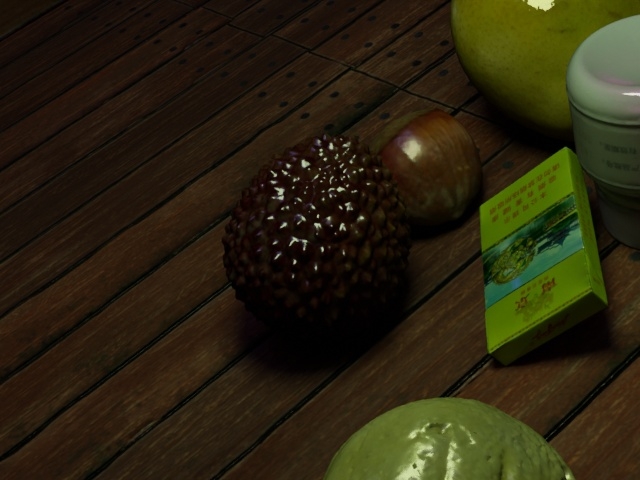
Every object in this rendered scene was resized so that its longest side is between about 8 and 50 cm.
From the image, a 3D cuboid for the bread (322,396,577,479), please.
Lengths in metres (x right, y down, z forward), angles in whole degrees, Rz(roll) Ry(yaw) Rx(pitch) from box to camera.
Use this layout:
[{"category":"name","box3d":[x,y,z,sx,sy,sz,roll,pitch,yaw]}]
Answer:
[{"category":"bread","box3d":[0.145,0.333,1.130,0.237,0.320,0.320,-27,23,50]}]

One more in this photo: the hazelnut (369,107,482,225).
[{"category":"hazelnut","box3d":[0.175,-0.119,1.766,0.214,0.176,0.214,-2,69,6]}]

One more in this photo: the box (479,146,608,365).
[{"category":"box","box3d":[0.327,0.017,1.563,0.187,0.047,0.335,-37,29,31]}]

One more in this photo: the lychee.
[{"category":"lychee","box3d":[0.000,0.000,1.605,0.306,0.330,0.306,12,34,-8]}]

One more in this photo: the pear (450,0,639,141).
[{"category":"pear","box3d":[0.412,-0.366,1.806,0.362,0.362,0.418,-28,65,-8]}]

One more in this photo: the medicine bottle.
[{"category":"medicine bottle","box3d":[0.502,-0.157,1.544,0.241,0.302,0.241,-13,39,10]}]
